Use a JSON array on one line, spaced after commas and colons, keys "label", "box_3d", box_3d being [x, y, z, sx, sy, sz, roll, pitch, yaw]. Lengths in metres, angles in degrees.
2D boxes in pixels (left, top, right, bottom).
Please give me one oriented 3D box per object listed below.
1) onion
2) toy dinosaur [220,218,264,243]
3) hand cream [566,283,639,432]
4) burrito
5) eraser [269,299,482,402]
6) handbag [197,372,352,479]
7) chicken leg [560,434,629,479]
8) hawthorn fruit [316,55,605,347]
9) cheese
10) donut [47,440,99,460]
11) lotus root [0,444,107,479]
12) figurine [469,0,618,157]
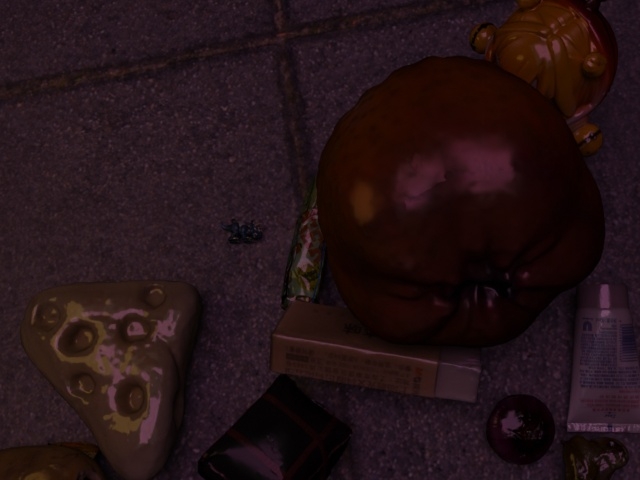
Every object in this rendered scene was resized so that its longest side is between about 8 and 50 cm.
[{"label": "onion", "box_3d": [0.327, 0.305, 1.143, 0.115, 0.104, 0.115, 0, 84, -4]}, {"label": "toy dinosaur", "box_3d": [-0.150, -0.020, 1.355, 0.083, 0.030, 0.047, -1, 70, 6]}, {"label": "hand cream", "box_3d": [0.479, 0.197, 1.181, 0.133, 0.083, 0.247, 1, 82, 9]}, {"label": "burrito", "box_3d": [0.000, 0.000, 1.315, 0.104, 0.054, 0.288, 9, 73, 10]}, {"label": "eraser", "box_3d": [0.094, 0.184, 1.186, 0.343, 0.144, 0.078, 7, 111, 9]}, {"label": "handbag", "box_3d": [-0.068, 0.348, 1.151, 0.169, 0.155, 0.215, 38, 62, 15]}, {"label": "chicken leg", "box_3d": [0.353, 0.470, 1.059, 0.212, 0.140, 0.361, 15, 62, -10]}, {"label": "hawthorn fruit", "box_3d": [0.189, -0.071, 1.114, 0.472, 0.472, 0.471, -2, 71, 7]}, {"label": "cheese", "box_3d": [-0.394, 0.233, 1.250, 0.328, 0.129, 0.351, 5, 70, 7]}, {"label": "donut", "box_3d": [-0.437, 0.379, 1.243, 0.083, 0.067, 0.038, 6, 92, -25]}, {"label": "lotus root", "box_3d": [-0.511, 0.433, 1.185, 0.343, 0.151, 0.169, -10, 86, 21]}, {"label": "figurine", "box_3d": [0.394, -0.292, 1.219, 0.196, 0.323, 0.320, -36, 71, -5]}]
